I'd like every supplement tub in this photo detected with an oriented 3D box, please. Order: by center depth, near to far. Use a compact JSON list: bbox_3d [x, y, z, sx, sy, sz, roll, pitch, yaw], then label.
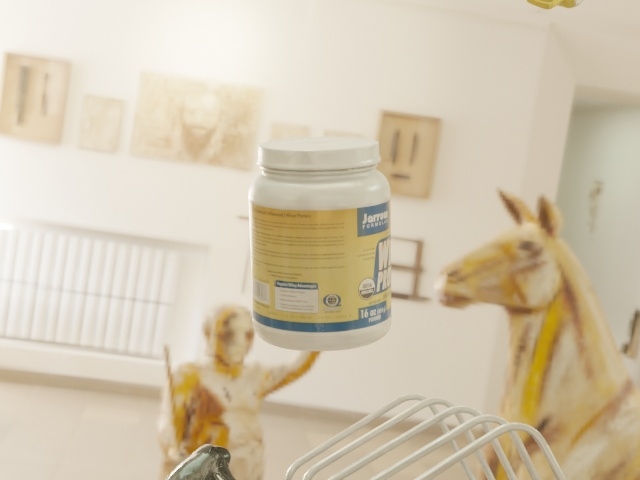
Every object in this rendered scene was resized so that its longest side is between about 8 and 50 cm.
[{"bbox_3d":[0.000,0.000,1.130,0.144,0.200,0.144,-1,12,0],"label":"supplement tub"}]

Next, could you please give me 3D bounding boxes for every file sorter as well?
[{"bbox_3d":[0.098,0.254,0.989,0.192,0.173,0.277,-29,5,-13],"label":"file sorter"}]

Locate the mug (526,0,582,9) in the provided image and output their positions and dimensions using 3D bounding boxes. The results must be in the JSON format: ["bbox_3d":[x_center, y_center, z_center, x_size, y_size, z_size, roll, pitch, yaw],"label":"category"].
[{"bbox_3d":[0.303,-0.320,1.420,0.064,0.078,0.062,30,-2,27],"label":"mug"}]

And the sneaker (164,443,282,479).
[{"bbox_3d":[-0.040,0.257,0.918,0.234,0.106,0.078,46,-33,-13],"label":"sneaker"}]
